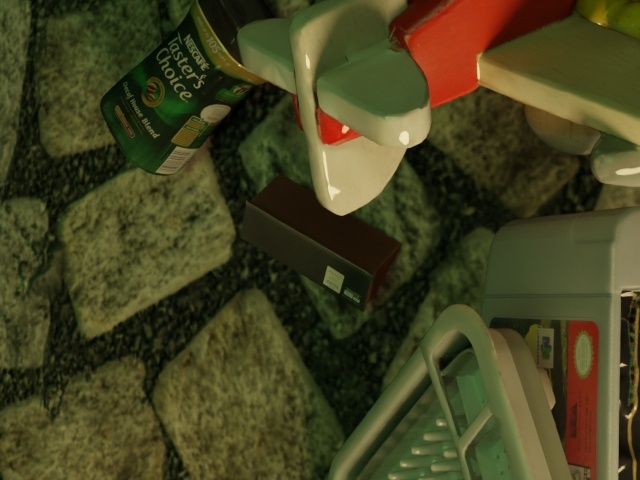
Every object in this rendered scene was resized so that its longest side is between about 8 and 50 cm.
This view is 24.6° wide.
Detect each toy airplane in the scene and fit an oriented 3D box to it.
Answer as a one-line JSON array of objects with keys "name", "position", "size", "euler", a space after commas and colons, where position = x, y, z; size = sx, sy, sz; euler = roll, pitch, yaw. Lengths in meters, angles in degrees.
[{"name": "toy airplane", "position": [0.141, -0.146, 1.029], "size": [0.384, 0.272, 0.386], "euler": [-13, 46, 22]}]

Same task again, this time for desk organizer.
[{"name": "desk organizer", "position": [0.000, 0.000, 1.251], "size": [0.130, 0.050, 0.047], "euler": [31, 139, 17]}]

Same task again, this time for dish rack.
[{"name": "dish rack", "position": [0.106, 0.232, 1.060], "size": [0.333, 0.072, 0.286], "euler": [122, 141, -52]}]

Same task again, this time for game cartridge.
[{"name": "game cartridge", "position": [0.177, 0.127, 1.063], "size": [0.196, 0.060, 0.294], "euler": [171, 101, -71]}]

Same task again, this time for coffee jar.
[{"name": "coffee jar", "position": [-0.111, -0.149, 1.324], "size": [0.184, 0.079, 0.096], "euler": [-42, 65, 25]}]
